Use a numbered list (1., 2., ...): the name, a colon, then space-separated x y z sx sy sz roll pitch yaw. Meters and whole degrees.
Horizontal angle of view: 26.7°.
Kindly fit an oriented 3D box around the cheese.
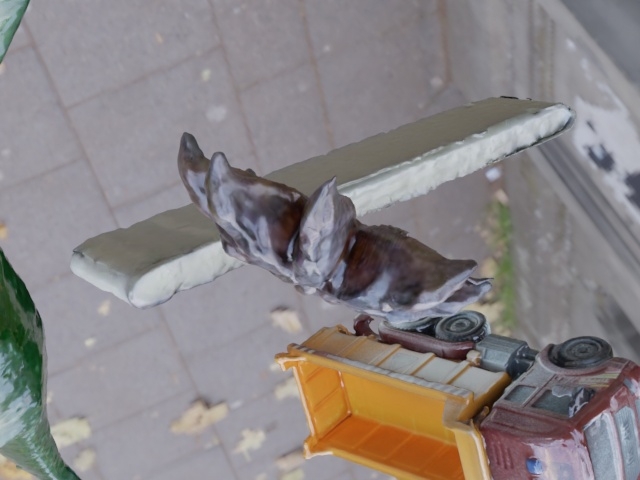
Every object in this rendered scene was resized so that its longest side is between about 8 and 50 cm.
1. cheese: 0.015 -0.040 0.938 0.400 0.085 0.034 -21 118 -33

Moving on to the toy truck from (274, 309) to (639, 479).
1. toy truck: 0.102 0.125 0.983 0.135 0.270 0.114 -36 122 -36

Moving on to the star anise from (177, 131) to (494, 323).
1. star anise: -0.002 0.000 0.542 0.141 0.141 0.042 35 80 -52

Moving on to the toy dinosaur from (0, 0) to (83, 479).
1. toy dinosaur: -0.122 0.008 0.558 0.300 0.087 0.447 -37 152 7
